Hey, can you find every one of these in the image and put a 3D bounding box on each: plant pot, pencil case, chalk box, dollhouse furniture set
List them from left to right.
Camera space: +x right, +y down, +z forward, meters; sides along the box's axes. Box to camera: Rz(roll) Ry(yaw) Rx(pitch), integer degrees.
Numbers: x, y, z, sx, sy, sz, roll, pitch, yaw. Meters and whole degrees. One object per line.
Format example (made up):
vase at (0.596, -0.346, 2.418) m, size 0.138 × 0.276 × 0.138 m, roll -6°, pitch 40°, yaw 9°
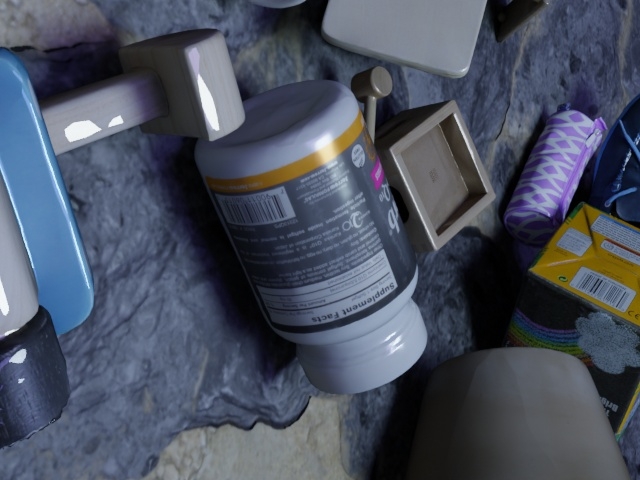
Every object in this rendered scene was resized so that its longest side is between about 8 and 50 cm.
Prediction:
dollhouse furniture set at (0.210, -0.364, 1.503) m, size 0.151 × 0.123 × 0.144 m, roll 21°, pitch 70°, yaw -13°
plant pot at (0.223, 0.284, 1.343) m, size 0.323 × 0.323 × 0.280 m, roll 33°, pitch 49°, yaw -47°
pencil case at (0.318, -0.085, 1.593) m, size 0.086 × 0.088 × 0.206 m, roll 52°, pitch 53°, yaw -35°
chalk box at (0.341, 0.135, 1.513) m, size 0.179 × 0.180 × 0.289 m, roll -43°, pitch 153°, yaw -42°

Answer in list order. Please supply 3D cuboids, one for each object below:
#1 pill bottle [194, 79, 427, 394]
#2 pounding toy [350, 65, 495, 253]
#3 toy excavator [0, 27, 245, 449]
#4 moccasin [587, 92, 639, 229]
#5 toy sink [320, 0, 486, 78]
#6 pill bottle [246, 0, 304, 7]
pill bottle at (0.000, 0.000, 1.137) m, size 0.162 × 0.162 × 0.278 m, roll -47°, pitch 125°, yaw -40°
pounding toy at (0.073, -0.089, 1.291) m, size 0.181 × 0.094 × 0.206 m, roll -39°, pitch 111°, yaw -38°
toy excavator at (-0.248, -0.043, 0.807) m, size 0.433 × 0.445 × 0.222 m, roll -17°, pitch 110°, yaw -7°
moccasin at (0.439, -0.036, 1.621) m, size 0.138 × 0.117 × 0.342 m, roll 11°, pitch 103°, yaw -21°
toy sink at (0.094, -0.260, 1.232) m, size 0.131 × 0.153 × 0.234 m, roll 104°, pitch 1°, yaw -69°
pill bottle at (-0.019, -0.346, 1.134) m, size 0.131 × 0.131 × 0.229 m, roll 52°, pitch 52°, yaw -38°
